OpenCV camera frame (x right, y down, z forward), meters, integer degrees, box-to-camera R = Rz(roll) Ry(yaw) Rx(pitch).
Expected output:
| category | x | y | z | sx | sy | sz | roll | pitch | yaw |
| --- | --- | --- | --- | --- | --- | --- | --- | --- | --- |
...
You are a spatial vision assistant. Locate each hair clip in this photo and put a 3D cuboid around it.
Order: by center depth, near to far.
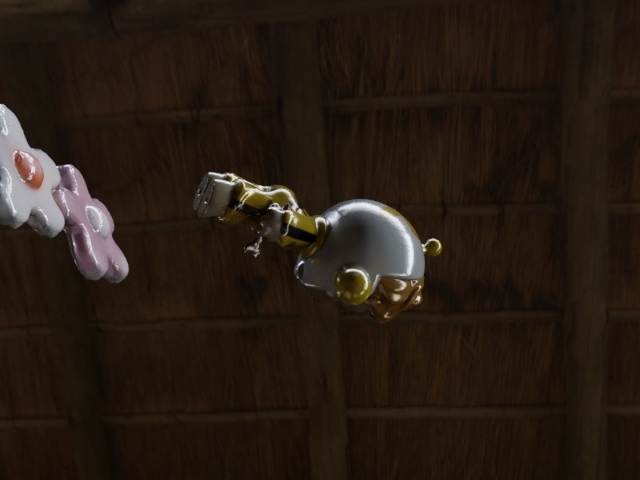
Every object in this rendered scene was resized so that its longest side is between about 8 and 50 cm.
| category | x | y | z | sx | sy | sz | roll | pitch | yaw |
| --- | --- | --- | --- | --- | --- | --- | --- | --- | --- |
| hair clip | -0.279 | -0.038 | 0.800 | 0.075 | 0.257 | 0.146 | -35 | -125 | 9 |

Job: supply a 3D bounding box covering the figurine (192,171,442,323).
| category | x | y | z | sx | sy | sz | roll | pitch | yaw |
| --- | --- | --- | --- | --- | --- | --- | --- | --- | --- |
| figurine | -0.003 | -0.002 | 0.458 | 0.143 | 0.101 | 0.068 | 26 | -83 | 1 |
